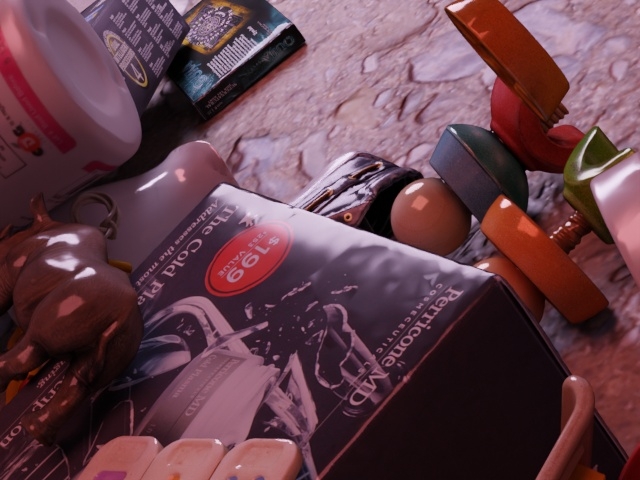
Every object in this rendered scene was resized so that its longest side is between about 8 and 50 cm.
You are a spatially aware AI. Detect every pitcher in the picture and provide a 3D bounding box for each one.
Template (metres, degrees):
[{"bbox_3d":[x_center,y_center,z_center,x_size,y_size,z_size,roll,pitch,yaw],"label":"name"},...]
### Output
[{"bbox_3d":[-0.177,0.007,1.474,0.207,0.125,0.178,-37,9,-18],"label":"pitcher"}]

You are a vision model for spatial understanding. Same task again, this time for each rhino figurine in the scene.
[{"bbox_3d":[-0.180,0.036,1.131,0.106,0.073,0.243,-43,29,0],"label":"rhino figurine"}]

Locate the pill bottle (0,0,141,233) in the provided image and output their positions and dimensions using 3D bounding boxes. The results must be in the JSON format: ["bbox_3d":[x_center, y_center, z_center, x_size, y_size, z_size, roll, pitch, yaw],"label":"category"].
[{"bbox_3d":[-0.293,-0.063,1.310,0.283,0.160,0.160,-31,32,14],"label":"pill bottle"}]

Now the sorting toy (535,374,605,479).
[{"bbox_3d":[0.104,0.200,0.885,0.038,0.193,0.208,18,58,19],"label":"sorting toy"}]

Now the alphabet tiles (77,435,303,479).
[{"bbox_3d":[-0.130,0.207,0.889,0.284,0.021,0.278,-5,43,45],"label":"alphabet tiles"}]

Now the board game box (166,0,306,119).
[{"bbox_3d":[-0.100,-0.197,1.729,0.126,0.026,0.186,-39,32,-1],"label":"board game box"}]

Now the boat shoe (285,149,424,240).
[{"bbox_3d":[0.000,0.000,1.339,0.183,0.065,0.083,-47,32,-17],"label":"boat shoe"}]

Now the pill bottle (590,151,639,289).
[{"bbox_3d":[0.331,-0.053,0.966,0.334,0.188,0.188,-29,33,13],"label":"pill bottle"}]

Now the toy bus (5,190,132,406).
[{"bbox_3d":[-0.193,0.095,1.320,0.202,0.191,0.104,-38,-7,-40],"label":"toy bus"}]

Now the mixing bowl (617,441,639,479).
[{"bbox_3d":[0.246,0.147,0.867,0.181,0.098,0.181,-31,30,20],"label":"mixing bowl"}]

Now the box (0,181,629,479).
[{"bbox_3d":[-0.049,0.162,1.071,0.343,0.179,0.312,-48,34,-16],"label":"box"}]

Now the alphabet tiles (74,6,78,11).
[{"bbox_3d":[-0.331,-0.138,1.646,0.237,0.009,0.198,-36,14,13],"label":"alphabet tiles"}]

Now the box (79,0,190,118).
[{"bbox_3d":[-0.286,-0.090,1.592,0.318,0.097,0.395,-34,15,15],"label":"box"}]

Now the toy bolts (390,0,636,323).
[{"bbox_3d":[0.110,-0.049,1.192,0.158,0.218,0.228,-42,13,4],"label":"toy bolts"}]
